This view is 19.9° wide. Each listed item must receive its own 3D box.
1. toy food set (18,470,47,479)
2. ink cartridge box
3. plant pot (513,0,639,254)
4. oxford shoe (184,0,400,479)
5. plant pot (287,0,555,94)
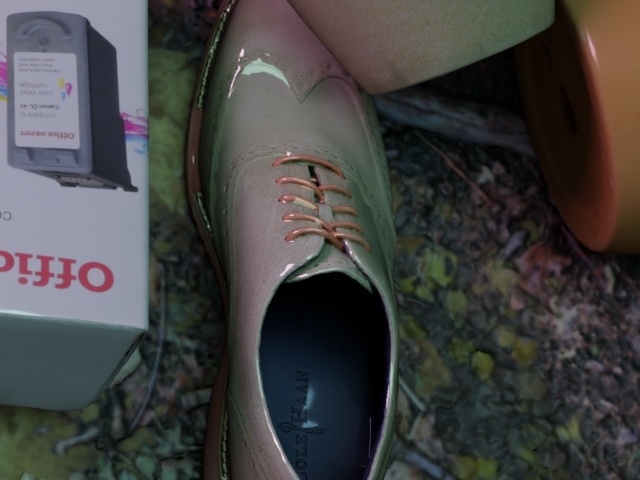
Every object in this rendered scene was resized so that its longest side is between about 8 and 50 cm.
[{"bbox_3d":[-0.263,0.157,1.066,0.192,0.038,0.132,29,74,-16],"label":"toy food set"},{"bbox_3d":[-0.220,-0.072,1.071,0.226,0.131,0.306,7,61,-21],"label":"ink cartridge box"},{"bbox_3d":[0.255,-0.109,1.219,0.203,0.291,0.291,-15,80,-6],"label":"plant pot"},{"bbox_3d":[0.000,0.000,1.144,0.140,0.146,0.397,0,74,-18],"label":"oxford shoe"},{"bbox_3d":[0.036,-0.238,1.122,0.256,0.256,0.274,-26,100,-25],"label":"plant pot"}]
